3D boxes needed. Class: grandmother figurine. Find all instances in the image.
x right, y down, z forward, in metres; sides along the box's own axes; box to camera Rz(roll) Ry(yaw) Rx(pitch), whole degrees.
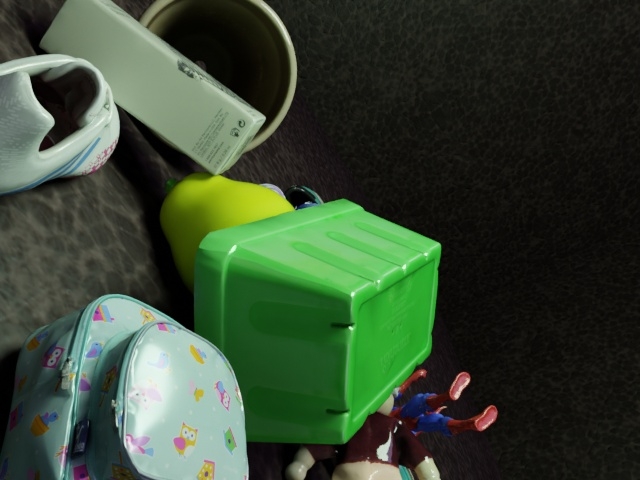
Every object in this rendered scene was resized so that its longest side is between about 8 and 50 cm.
[{"bbox_3d":[0.058,0.308,0.814,0.104,0.208,0.342,102,-3,-46],"label":"grandmother figurine"}]

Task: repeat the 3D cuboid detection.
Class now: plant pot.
[{"bbox_3d":[-0.193,-0.287,1.022,0.263,0.263,0.229,56,-3,-26],"label":"plant pot"}]

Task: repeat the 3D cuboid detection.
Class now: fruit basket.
[{"bbox_3d":[-0.063,0.062,0.796,0.392,0.392,0.282,-57,151,-76],"label":"fruit basket"}]

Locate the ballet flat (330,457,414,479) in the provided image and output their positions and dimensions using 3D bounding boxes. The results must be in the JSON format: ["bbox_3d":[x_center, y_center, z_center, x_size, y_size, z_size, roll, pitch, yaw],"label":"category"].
[{"bbox_3d":[0.061,0.337,0.979,0.316,0.108,0.106,63,-15,-3],"label":"ballet flat"}]

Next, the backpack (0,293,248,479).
[{"bbox_3d":[-0.148,0.136,0.476,0.166,0.144,0.188,40,22,-46],"label":"backpack"}]

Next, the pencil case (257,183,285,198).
[{"bbox_3d":[-0.107,-0.041,1.125,0.206,0.086,0.088,-84,150,-69],"label":"pencil case"}]

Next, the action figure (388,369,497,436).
[{"bbox_3d":[0.174,0.252,0.952,0.139,0.280,0.091,-34,85,-36],"label":"action figure"}]

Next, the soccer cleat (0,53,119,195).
[{"bbox_3d":[-0.249,-0.124,0.610,0.116,0.143,0.331,58,13,-16],"label":"soccer cleat"}]

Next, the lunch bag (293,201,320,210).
[{"bbox_3d":[0.022,0.016,1.215,0.219,0.090,0.176,27,-21,-11],"label":"lunch bag"}]

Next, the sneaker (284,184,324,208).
[{"bbox_3d":[0.000,0.000,1.437,0.302,0.108,0.121,57,12,15],"label":"sneaker"}]

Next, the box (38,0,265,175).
[{"bbox_3d":[-0.213,-0.207,0.808,0.275,0.094,0.113,37,12,-7],"label":"box"}]
